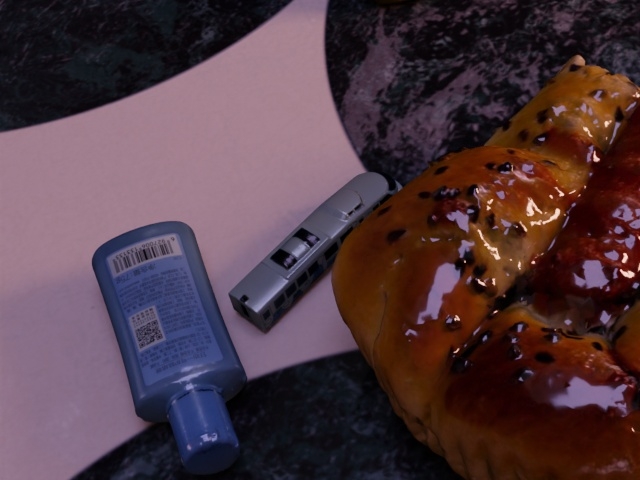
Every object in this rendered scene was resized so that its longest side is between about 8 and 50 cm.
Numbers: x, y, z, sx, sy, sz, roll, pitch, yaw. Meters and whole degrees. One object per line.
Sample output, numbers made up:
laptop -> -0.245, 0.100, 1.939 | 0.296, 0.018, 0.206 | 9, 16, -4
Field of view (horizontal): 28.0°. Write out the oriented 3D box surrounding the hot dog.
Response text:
hot dog -> 0.211, 0.036, 1.072 | 0.365, 0.196, 0.367 | -38, 52, -16

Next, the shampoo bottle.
shampoo bottle -> -0.132, 0.095, 1.160 | 0.104, 0.061, 0.258 | -19, 50, -7

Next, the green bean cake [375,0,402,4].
green bean cake -> 0.116, -0.405, 1.485 | 0.233, 0.124, 0.236 | -21, 51, -7

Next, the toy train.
toy train -> 0.000, 0.000, 1.225 | 0.043, 0.047, 0.207 | 32, 64, 32
